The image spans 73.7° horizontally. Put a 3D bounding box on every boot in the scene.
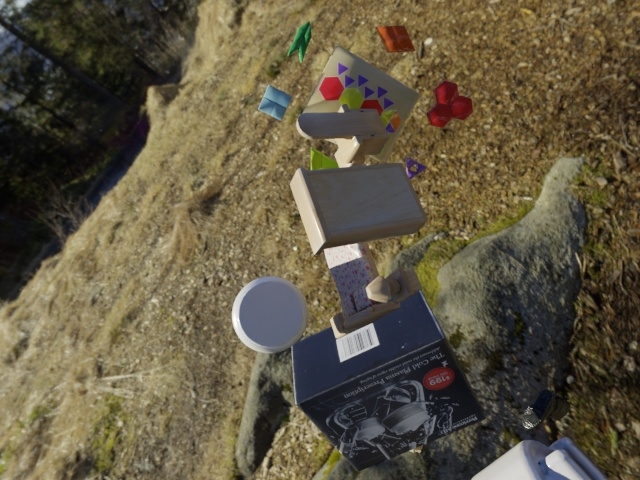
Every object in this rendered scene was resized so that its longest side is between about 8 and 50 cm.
[{"bbox_3d":[0.582,0.440,1.096,0.121,0.099,0.045,-58,30,2],"label":"boot"}]

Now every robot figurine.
[{"bbox_3d":[0.440,0.582,0.929,0.353,0.300,0.199,-52,58,23],"label":"robot figurine"}]

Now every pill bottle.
[{"bbox_3d":[-0.089,0.131,0.758,0.131,0.131,0.229,-64,2,-13],"label":"pill bottle"}]

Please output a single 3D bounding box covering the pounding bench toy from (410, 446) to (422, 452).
[{"bbox_3d":[0.253,0.578,1.249,0.083,0.065,0.052,9,72,36],"label":"pounding bench toy"}]

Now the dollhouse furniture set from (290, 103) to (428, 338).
[{"bbox_3d":[0.000,0.000,0.747,0.355,0.174,0.303,-52,52,57],"label":"dollhouse furniture set"}]

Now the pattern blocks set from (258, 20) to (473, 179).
[{"bbox_3d":[0.073,-0.232,0.753,0.285,0.325,0.026,-52,17,17],"label":"pattern blocks set"}]

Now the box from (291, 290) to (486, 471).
[{"bbox_3d":[0.157,0.332,1.005,0.343,0.312,0.179,-28,31,10],"label":"box"}]
